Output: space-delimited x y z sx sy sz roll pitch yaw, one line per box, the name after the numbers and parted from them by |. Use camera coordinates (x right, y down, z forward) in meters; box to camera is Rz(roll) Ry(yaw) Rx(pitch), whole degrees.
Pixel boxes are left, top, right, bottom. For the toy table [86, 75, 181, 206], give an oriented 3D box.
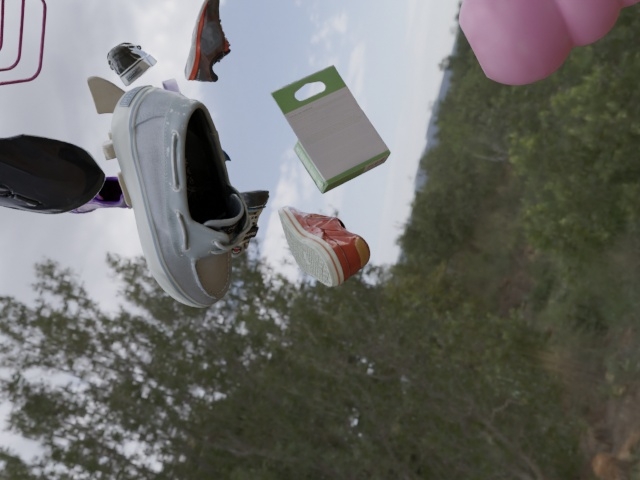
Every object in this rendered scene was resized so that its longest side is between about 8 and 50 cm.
-0.326 -0.205 1.482 0.274 0.161 0.252 -161 54 -81 | toy table

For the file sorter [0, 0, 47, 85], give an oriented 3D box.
-0.735 -0.459 1.624 0.182 0.291 0.202 -26 -41 -54 | file sorter

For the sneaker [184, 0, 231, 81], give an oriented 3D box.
-0.174 -0.323 1.261 0.061 0.065 0.157 154 128 -72 | sneaker

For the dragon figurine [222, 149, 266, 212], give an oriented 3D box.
-0.252 -0.155 1.712 0.085 0.289 0.144 -32 -41 -47 | dragon figurine

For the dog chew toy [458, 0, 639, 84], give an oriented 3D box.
0.407 -0.407 1.322 0.206 0.332 0.206 54 -162 -26 | dog chew toy

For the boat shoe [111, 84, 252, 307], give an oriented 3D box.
-0.104 -0.023 0.660 0.079 0.081 0.227 -55 -34 -39 | boat shoe

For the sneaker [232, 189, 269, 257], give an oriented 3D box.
-0.214 -0.037 2.086 0.330 0.122 0.146 -34 65 59 | sneaker

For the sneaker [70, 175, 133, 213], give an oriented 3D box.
-0.522 -0.112 1.817 0.104 0.236 0.095 -16 -77 -78 | sneaker

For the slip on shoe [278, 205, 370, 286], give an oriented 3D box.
0.000 0.000 1.513 0.331 0.101 0.123 34 145 65 | slip on shoe

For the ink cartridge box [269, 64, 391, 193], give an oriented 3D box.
0.016 -0.237 1.658 0.171 0.235 0.056 -28 -11 -21 | ink cartridge box

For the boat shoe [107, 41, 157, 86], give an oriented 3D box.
-0.351 -0.333 1.444 0.078 0.070 0.219 -40 17 -2 | boat shoe

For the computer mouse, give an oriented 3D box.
-0.273 -0.050 0.577 0.071 0.242 0.041 -37 59 43 | computer mouse
